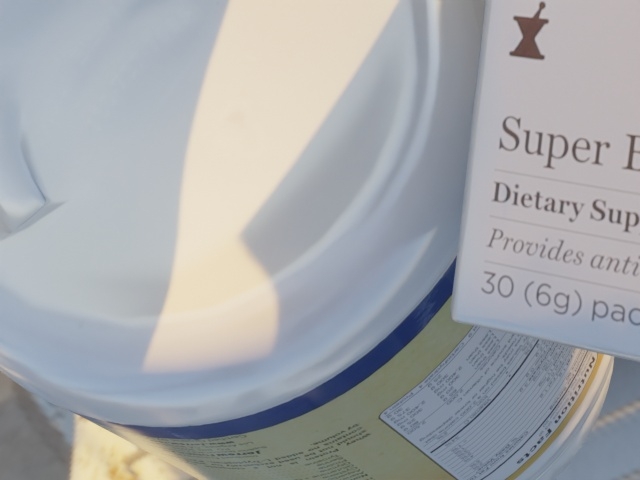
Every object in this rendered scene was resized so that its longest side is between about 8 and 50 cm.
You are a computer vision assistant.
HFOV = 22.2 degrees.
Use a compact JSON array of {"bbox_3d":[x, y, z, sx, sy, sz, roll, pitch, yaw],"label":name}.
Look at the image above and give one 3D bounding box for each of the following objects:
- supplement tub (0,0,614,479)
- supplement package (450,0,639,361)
[{"bbox_3d":[0.000,0.000,0.685,0.228,0.316,0.228,-8,67,18],"label":"supplement tub"},{"bbox_3d":[0.162,-0.113,0.431,0.177,0.175,0.293,11,101,33],"label":"supplement package"}]
